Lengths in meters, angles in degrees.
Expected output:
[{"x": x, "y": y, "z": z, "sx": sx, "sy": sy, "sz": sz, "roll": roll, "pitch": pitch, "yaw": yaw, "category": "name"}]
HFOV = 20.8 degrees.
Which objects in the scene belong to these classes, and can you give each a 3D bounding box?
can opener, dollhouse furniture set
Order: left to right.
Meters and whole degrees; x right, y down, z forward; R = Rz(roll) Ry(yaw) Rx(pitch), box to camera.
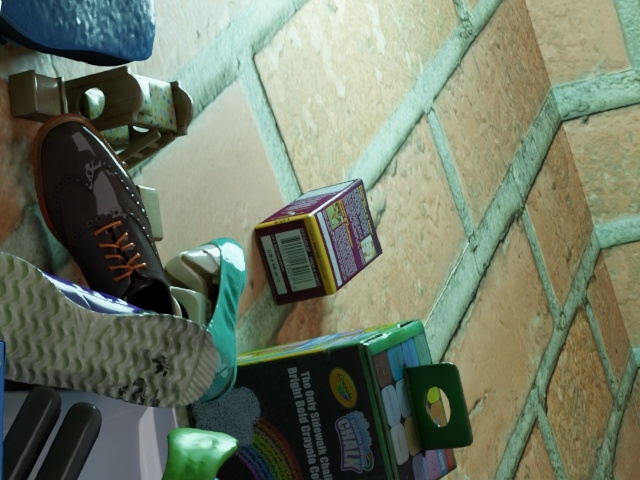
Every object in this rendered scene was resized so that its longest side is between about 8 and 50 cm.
[{"x": -0.261, "y": 0.255, "z": 1.412, "sx": 0.095, "sy": 0.076, "sz": 0.283, "roll": 108, "pitch": 4, "yaw": -53, "category": "can opener"}, {"x": -0.205, "y": -0.084, "z": 1.722, "sx": 0.182, "sy": 0.101, "sz": 0.161, "roll": 7, "pitch": 74, "yaw": -65, "category": "dollhouse furniture set"}]

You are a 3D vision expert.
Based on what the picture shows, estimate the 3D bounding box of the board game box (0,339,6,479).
[{"x": -0.317, "y": 0.157, "z": 1.326, "sx": 0.160, "sy": 0.047, "sz": 0.210, "roll": 25, "pitch": 50, "yaw": -40, "category": "board game box"}]

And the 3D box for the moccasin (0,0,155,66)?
[{"x": -0.274, "y": -0.218, "z": 1.625, "sx": 0.342, "sy": 0.117, "sz": 0.138, "roll": 30, "pitch": 64, "yaw": -65, "category": "moccasin"}]

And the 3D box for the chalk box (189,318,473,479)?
[{"x": 0.030, "y": 0.193, "z": 1.889, "sx": 0.179, "sy": 0.289, "sz": 0.180, "roll": -15, "pitch": 94, "yaw": -66, "category": "chalk box"}]

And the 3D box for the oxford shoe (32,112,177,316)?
[{"x": -0.193, "y": 0.005, "z": 1.675, "sx": 0.097, "sy": 0.098, "sz": 0.271, "roll": -30, "pitch": 113, "yaw": -18, "category": "oxford shoe"}]

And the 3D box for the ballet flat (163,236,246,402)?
[{"x": -0.127, "y": 0.060, "z": 1.834, "sx": 0.087, "sy": 0.083, "sz": 0.247, "roll": 46, "pitch": 26, "yaw": -31, "category": "ballet flat"}]

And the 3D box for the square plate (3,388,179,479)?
[{"x": -0.211, "y": 0.303, "z": 1.602, "sx": 0.347, "sy": 0.049, "sz": 0.344, "roll": 3, "pitch": 78, "yaw": -65, "category": "square plate"}]

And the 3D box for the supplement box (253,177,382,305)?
[{"x": 0.000, "y": 0.000, "z": 2.166, "sx": 0.188, "sy": 0.081, "sz": 0.104, "roll": -37, "pitch": 113, "yaw": -64, "category": "supplement box"}]

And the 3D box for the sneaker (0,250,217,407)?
[{"x": -0.249, "y": 0.080, "z": 1.553, "sx": 0.293, "sy": 0.146, "sz": 0.102, "roll": 23, "pitch": 82, "yaw": -29, "category": "sneaker"}]

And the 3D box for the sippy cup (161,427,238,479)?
[{"x": -0.122, "y": 0.320, "z": 1.481, "sx": 0.240, "sy": 0.305, "sz": 0.224, "roll": 43, "pitch": 20, "yaw": -9, "category": "sippy cup"}]
